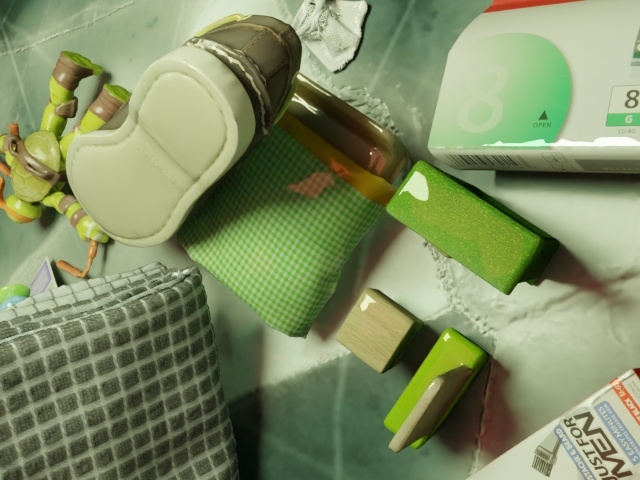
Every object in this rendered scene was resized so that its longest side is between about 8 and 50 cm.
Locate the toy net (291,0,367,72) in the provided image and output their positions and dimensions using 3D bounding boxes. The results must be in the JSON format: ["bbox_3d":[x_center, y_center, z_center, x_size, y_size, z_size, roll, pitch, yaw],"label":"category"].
[{"bbox_3d":[-0.023,-0.269,0.788,0.122,0.045,0.232,-18,74,30],"label":"toy net"}]

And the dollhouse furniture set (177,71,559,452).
[{"bbox_3d":[0.000,0.000,0.632,0.301,0.151,0.198,36,103,20],"label":"dollhouse furniture set"}]

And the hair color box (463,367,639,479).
[{"bbox_3d":[0.185,0.174,0.577,0.167,0.053,0.093,-43,63,23],"label":"hair color box"}]

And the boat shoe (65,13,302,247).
[{"bbox_3d":[-0.122,-0.082,0.677,0.116,0.097,0.324,49,147,-8],"label":"boat shoe"}]

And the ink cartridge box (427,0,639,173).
[{"bbox_3d":[0.188,-0.160,0.595,0.181,0.056,0.225,4,77,39],"label":"ink cartridge box"}]

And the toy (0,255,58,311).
[{"bbox_3d":[-0.326,0.127,0.876,0.137,0.056,0.237,-54,36,15],"label":"toy"}]

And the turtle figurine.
[{"bbox_3d":[-0.313,-0.104,0.931,0.269,0.087,0.217,43,106,31],"label":"turtle figurine"}]

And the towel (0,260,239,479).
[{"bbox_3d":[-0.203,0.165,0.661,0.121,0.283,0.235,10,114,46],"label":"towel"}]
